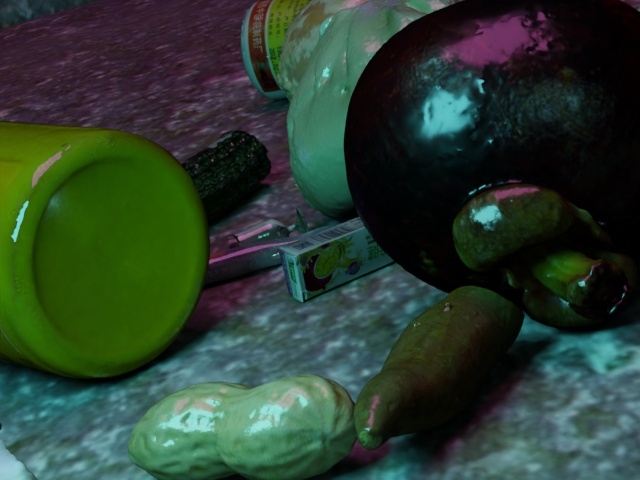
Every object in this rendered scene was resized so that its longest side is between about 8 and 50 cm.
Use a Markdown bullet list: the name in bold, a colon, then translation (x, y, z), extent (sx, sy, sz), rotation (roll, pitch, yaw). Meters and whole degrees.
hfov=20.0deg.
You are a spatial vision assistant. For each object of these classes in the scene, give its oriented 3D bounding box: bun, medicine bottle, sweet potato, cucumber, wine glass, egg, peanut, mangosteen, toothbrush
- **bun**: translation (0.078, -0.162, 1.836), extent (0.293, 0.187, 0.293), rotation (-33, -2, -1)
- **medicine bottle**: translation (-0.299, -0.001, 1.708), extent (0.224, 0.224, 0.384), rotation (-28, 23, -37)
- **sweet potato**: translation (0.076, 0.100, 1.352), extent (0.077, 0.077, 0.243), rotation (-2, 21, 34)
- **cucumber**: translation (-0.135, -0.052, 1.989), extent (0.077, 0.077, 0.265), rotation (-3, 23, 32)
- **medicine bottle**: translation (0.019, -0.267, 2.413), extent (0.225, 0.139, 0.139), rotation (-6, 20, 25)
- **wine glass**: translation (-0.052, -0.002, 1.832), extent (0.083, 0.042, 0.039), rotation (-20, -19, -9)
- **egg**: translation (0.072, -0.207, 2.090), extent (0.245, 0.203, 0.203), rotation (-8, 18, 10)
- **peanut**: translation (-0.059, 0.141, 1.334), extent (0.187, 0.082, 0.082), rotation (-4, 20, 30)
- **mangosteen**: translation (0.172, -0.063, 1.497), extent (0.297, 0.293, 0.297), rotation (-17, -8, -2)
- **toothbrush**: translation (0.000, 0.000, 1.797), extent (0.375, 0.028, 0.037), rotation (-15, 25, -4)

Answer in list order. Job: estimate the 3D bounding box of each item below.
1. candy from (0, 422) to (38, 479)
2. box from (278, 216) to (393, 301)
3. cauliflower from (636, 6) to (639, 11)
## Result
- **candy**: translation (-0.299, 0.229, 1.180), extent (0.265, 0.116, 0.155), rotation (-20, 19, -18)
- **box**: translation (0.058, -0.003, 1.725), extent (0.207, 0.050, 0.041), rotation (-23, 23, -25)
- **cauliflower**: translation (0.409, -0.147, 1.709), extent (0.250, 0.275, 0.272), rotation (37, 7, 22)
